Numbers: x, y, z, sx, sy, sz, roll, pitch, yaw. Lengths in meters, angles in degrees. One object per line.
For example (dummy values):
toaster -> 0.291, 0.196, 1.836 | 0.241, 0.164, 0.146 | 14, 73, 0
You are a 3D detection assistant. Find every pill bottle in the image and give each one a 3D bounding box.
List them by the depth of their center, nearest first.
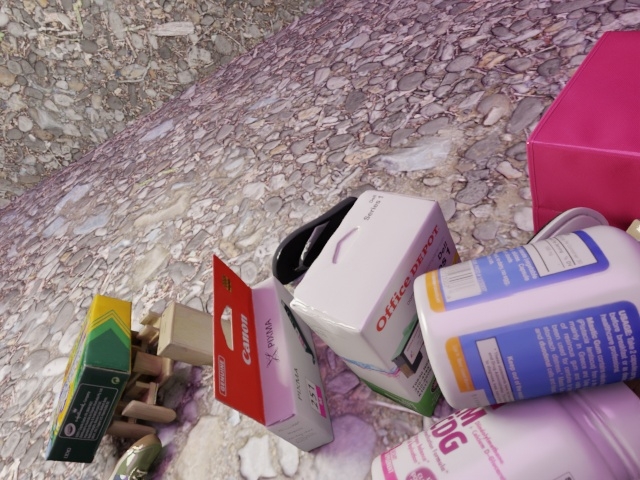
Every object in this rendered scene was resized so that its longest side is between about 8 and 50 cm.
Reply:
pill bottle -> 0.249, 0.073, 0.440 | 0.272, 0.152, 0.152 | -17, 45, 17
pill bottle -> 0.215, 0.259, 0.481 | 0.283, 0.160, 0.160 | -31, 42, 3

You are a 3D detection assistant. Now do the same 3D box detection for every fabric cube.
fabric cube -> 0.471, -0.101, 0.576 | 0.258, 0.259, 0.254 | 22, 65, 42

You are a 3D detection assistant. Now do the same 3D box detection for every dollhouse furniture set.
dollhouse furniture set -> -0.291, 0.254, 0.868 | 0.242, 0.161, 0.212 | -43, 37, 25

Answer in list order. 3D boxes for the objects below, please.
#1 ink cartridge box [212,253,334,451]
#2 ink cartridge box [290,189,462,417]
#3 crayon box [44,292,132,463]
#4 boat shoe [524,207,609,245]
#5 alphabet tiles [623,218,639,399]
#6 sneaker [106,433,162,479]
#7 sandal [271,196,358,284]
ink cartridge box -> -0.080, 0.168, 0.698 | 0.060, 0.238, 0.275 | -27, 42, 10
ink cartridge box -> 0.112, 0.095, 0.611 | 0.117, 0.278, 0.201 | 14, 61, 41
crayon box -> -0.465, 0.254, 0.882 | 0.202, 0.083, 0.323 | -64, 28, 9
boat shoe -> 0.262, 0.088, 0.576 | 0.302, 0.115, 0.091 | -59, 6, 10
alphabet tiles -> 0.413, 0.139, 0.420 | 0.011, 0.284, 0.342 | -1, 35, -25
sneaker -> -0.341, 0.447, 0.750 | 0.086, 0.064, 0.192 | 32, 73, 38
sandal -> 0.000, -0.001, 0.909 | 0.255, 0.097, 0.054 | -41, 42, -7
